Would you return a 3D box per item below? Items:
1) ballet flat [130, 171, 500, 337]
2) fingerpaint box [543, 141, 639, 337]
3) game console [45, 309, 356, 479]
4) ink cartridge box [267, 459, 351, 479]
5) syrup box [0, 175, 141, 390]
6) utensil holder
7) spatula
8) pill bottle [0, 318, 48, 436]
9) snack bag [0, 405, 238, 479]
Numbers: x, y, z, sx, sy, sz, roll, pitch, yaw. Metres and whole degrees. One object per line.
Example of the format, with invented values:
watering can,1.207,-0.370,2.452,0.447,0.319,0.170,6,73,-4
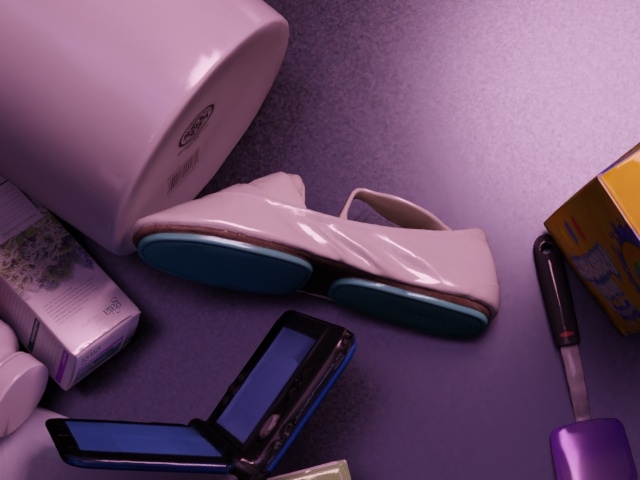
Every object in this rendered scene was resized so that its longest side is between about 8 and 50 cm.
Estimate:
ballet flat,0.000,0.000,1.823,0.400,0.139,0.139,13,81,-14
fingerpaint box,0.423,-0.078,1.656,0.371,0.445,0.163,-34,85,-1
game console,-0.125,0.143,1.732,0.173,0.293,0.250,36,84,-12
ink cartridge box,-0.096,0.279,1.752,0.235,0.171,0.056,-11,76,-17
syrup box,-0.309,0.037,1.873,0.093,0.096,0.237,-37,78,-30
utensil holder,-0.272,-0.216,1.816,0.385,0.327,0.327,36,85,9
spatula,0.268,0.135,1.849,0.084,0.030,0.296,-11,79,2
pill bottle,-0.401,0.115,1.856,0.216,0.121,0.121,31,84,18
snack bag,-0.294,0.343,1.835,0.323,0.037,0.342,18,67,9
